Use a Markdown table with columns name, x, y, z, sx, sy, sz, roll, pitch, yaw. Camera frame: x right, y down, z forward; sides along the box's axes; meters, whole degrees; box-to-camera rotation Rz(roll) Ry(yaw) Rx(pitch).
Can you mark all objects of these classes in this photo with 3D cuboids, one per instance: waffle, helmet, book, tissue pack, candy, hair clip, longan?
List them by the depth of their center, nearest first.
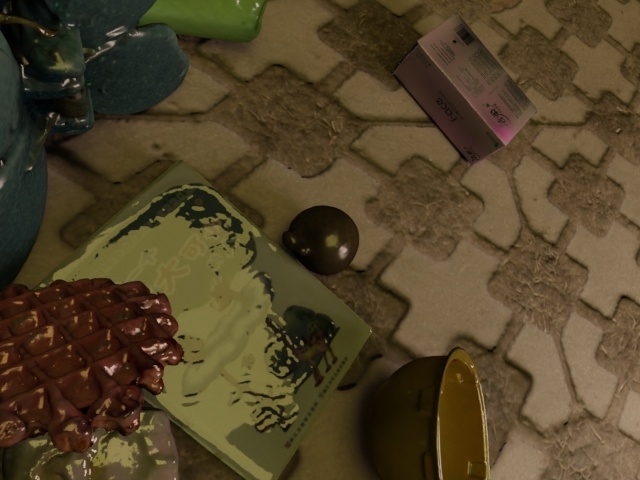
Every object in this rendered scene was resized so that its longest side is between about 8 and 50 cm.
| name | x | y | z | sx | sy | sz | roll | pitch | yaw |
| --- | --- | --- | --- | --- | --- | --- | --- | --- | --- |
| waffle | -0.242 | 0.095 | 0.415 | 0.222 | 0.234 | 0.055 | 6 | 110 | -6 |
| candy | -0.218 | 0.256 | 0.422 | 0.137 | 0.195 | 0.184 | 3 | 69 | -28 |
| hair clip | -0.327 | -0.190 | 0.439 | 0.239 | 0.318 | 0.391 | 33 | 66 | -9 |
| book | -0.131 | 0.102 | 0.586 | 0.371 | 0.043 | 0.260 | 42 | 64 | -8 |
| helmet | 0.134 | 0.271 | 0.599 | 0.205 | 0.140 | 0.256 | 6 | 80 | -56 |
| candy | -0.239 | -0.375 | 0.627 | 0.344 | 0.142 | 0.131 | -2 | 88 | -24 |
| longan | 0.000 | 0.000 | 0.639 | 0.119 | 0.106 | 0.106 | -5 | 76 | -42 |
| tissue pack | 0.272 | -0.285 | 0.852 | 0.246 | 0.092 | 0.148 | 49 | 61 | -3 |

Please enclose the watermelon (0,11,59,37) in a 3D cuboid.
| name | x | y | z | sx | sy | sz | roll | pitch | yaw |
| --- | --- | --- | --- | --- | --- | --- | --- | --- | --- |
| watermelon | -0.278 | -0.231 | 0.229 | 0.204 | 0.127 | 0.231 | -15 | 83 | -28 |
